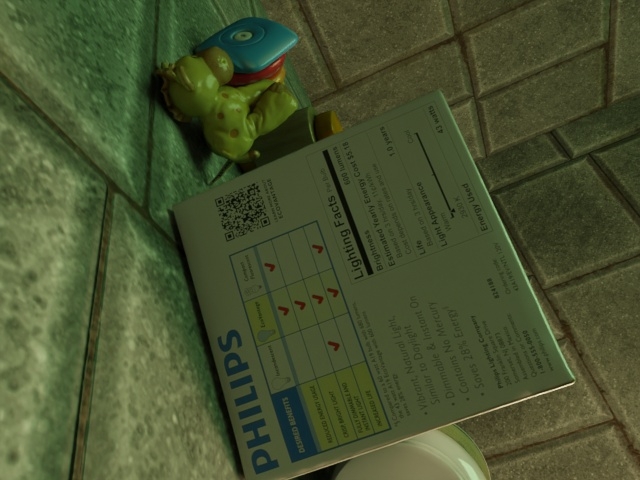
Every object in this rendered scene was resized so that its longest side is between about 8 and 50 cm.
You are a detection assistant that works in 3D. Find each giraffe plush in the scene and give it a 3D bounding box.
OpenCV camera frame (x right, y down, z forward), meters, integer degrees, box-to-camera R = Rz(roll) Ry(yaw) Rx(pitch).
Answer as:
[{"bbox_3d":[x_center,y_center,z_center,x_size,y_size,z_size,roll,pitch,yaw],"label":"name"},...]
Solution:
[{"bbox_3d":[-0.165,-0.219,0.816,0.170,0.181,0.210,49,53,-32],"label":"giraffe plush"}]

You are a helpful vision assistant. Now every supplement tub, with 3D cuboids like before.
[{"bbox_3d":[0.143,0.395,0.803,0.325,0.235,0.236,41,28,-69],"label":"supplement tub"}]

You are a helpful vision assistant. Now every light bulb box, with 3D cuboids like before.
[{"bbox_3d":[0.055,0.067,0.682,0.225,0.360,0.358,41,28,-72],"label":"light bulb box"}]

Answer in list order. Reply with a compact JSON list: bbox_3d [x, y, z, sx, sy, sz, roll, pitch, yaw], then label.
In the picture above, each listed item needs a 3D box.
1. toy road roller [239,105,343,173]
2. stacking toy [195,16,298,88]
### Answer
[{"bbox_3d":[-0.024,-0.076,1.066,0.241,0.202,0.330,-87,157,-43],"label":"toy road roller"},{"bbox_3d":[-0.139,-0.304,1.142,0.175,0.166,0.302,26,-33,26],"label":"stacking toy"}]
